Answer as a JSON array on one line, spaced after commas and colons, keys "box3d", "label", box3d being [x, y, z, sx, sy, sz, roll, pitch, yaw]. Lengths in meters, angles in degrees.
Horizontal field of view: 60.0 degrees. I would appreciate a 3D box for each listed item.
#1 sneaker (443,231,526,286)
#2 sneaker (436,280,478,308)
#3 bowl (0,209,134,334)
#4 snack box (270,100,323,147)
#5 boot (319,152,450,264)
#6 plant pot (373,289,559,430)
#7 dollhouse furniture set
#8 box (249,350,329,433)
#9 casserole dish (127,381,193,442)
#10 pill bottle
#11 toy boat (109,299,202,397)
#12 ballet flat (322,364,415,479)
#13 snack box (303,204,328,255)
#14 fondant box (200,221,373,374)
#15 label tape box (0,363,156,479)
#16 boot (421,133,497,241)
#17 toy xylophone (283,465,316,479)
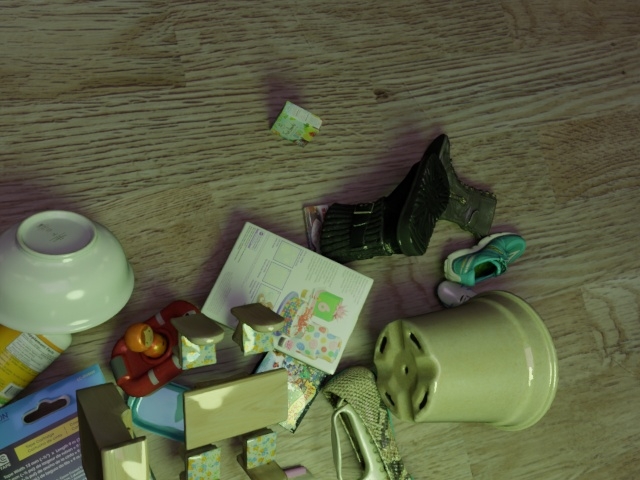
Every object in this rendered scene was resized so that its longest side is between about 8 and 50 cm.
[{"box3d": [0.457, 0.060, 1.482, 0.275, 0.110, 0.107, -22, 117, -27], "label": "sneaker"}, {"box3d": [0.416, 0.180, 1.483, 0.237, 0.086, 0.085, 34, 75, -8], "label": "sneaker"}, {"box3d": [-0.521, 0.034, 1.104, 0.297, 0.134, 0.298, 12, 37, -9], "label": "bowl"}, {"box3d": [-0.061, -0.285, 1.374, 0.100, 0.141, 0.037, 26, 76, -12], "label": "snack box"}, {"box3d": [0.159, -0.081, 1.382, 0.131, 0.260, 0.348, 60, 42, -26], "label": "boot"}, {"box3d": [0.303, 0.285, 1.272, 0.305, 0.333, 0.334, 1, 81, -29], "label": "plant pot"}, {"box3d": [-0.221, 0.350, 1.036, 0.394, 0.256, 0.363, -7, 104, -31], "label": "dollhouse furniture set"}, {"box3d": [-0.069, 0.315, 1.331, 0.159, 0.044, 0.233, 36, 73, -8], "label": "box"}, {"box3d": [-0.337, 0.378, 1.243, 0.188, 0.037, 0.114, 23, 76, -12], "label": "casserole dish"}, {"box3d": [-0.603, 0.207, 1.133, 0.136, 0.136, 0.246, 46, 72, -6], "label": "pill bottle"}, {"box3d": [-0.353, 0.216, 1.167, 0.231, 0.151, 0.151, -34, 59, -1], "label": "toy boat"}, {"box3d": [0.125, 0.536, 1.277, 0.182, 0.164, 0.483, -16, 77, -31], "label": "ballet flat"}, {"box3d": [0.000, 0.000, 1.413, 0.064, 0.022, 0.178, -7, 84, -20], "label": "snack box"}, {"box3d": [-0.075, 0.135, 1.292, 0.330, 0.096, 0.238, 24, 74, 3], "label": "fondant box"}, {"box3d": [-0.502, 0.464, 1.141, 0.249, 0.115, 0.348, -25, 87, -20], "label": "label tape box"}, {"box3d": [0.388, -0.143, 1.533, 0.228, 0.091, 0.263, 13, 82, -21], "label": "boot"}, {"box3d": [-0.028, 0.689, 1.266, 0.236, 0.081, 0.323, 6, 79, -24], "label": "toy xylophone"}]
